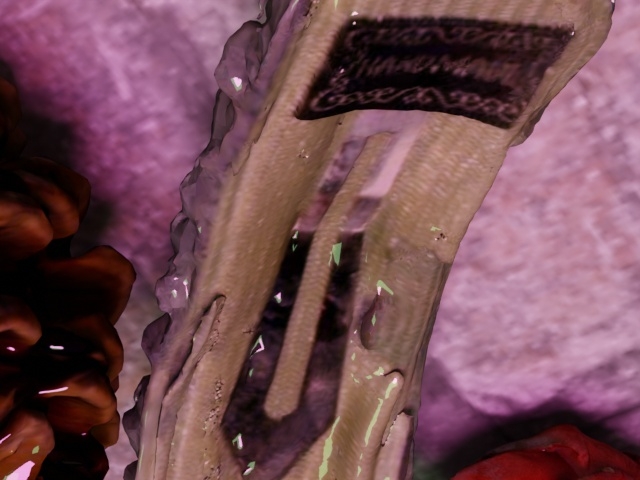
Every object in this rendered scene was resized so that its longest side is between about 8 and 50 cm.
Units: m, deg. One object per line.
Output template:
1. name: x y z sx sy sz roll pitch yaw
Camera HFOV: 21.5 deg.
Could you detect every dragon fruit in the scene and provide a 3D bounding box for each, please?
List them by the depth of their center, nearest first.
1. dragon fruit: 0.092 0.145 0.726 0.142 0.121 0.130 -9 120 -21

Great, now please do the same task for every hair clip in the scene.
1. hair clip: 0.000 -0.002 0.650 0.138 0.091 0.321 3 131 -21

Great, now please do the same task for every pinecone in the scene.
1. pinecone: -0.180 0.035 0.620 0.243 0.257 0.243 -12 116 -26
